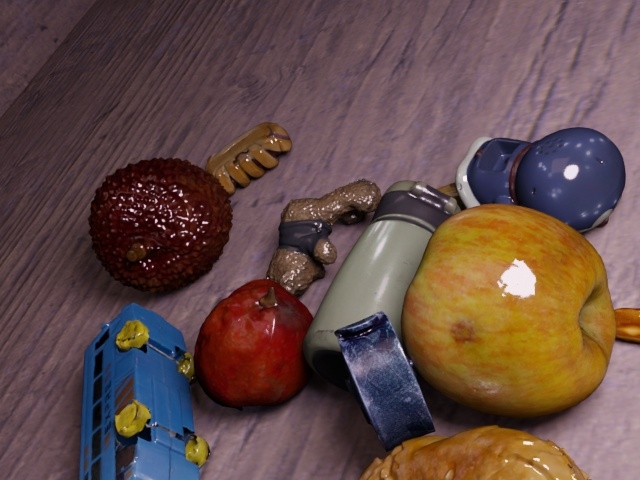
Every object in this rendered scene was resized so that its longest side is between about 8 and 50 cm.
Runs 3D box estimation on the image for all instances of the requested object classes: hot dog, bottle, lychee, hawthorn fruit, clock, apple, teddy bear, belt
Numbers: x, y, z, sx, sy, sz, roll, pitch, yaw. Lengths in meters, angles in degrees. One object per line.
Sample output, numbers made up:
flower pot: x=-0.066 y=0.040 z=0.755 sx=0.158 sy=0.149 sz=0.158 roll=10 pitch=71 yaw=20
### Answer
hot dog: x=0.412 y=0.106 z=0.934 sx=0.122 sy=0.037 sz=0.049 roll=1 pitch=64 yaw=46
bottle: x=0.109 y=0.057 z=1.127 sx=0.169 sy=0.168 sz=0.346 roll=-2 pitch=48 yaw=38
lychee: x=-0.310 y=-0.032 z=1.481 sx=0.276 sy=0.275 sz=0.304 roll=-23 pitch=22 yaw=19
hawthorn fruit: x=-0.094 y=0.144 z=1.151 sx=0.190 sy=0.251 sz=0.189 roll=10 pitch=39 yaw=-9
clock: x=0.325 y=-0.086 z=1.115 sx=0.243 sy=0.146 sz=0.199 roll=7 pitch=51 yaw=52
apple: x=0.235 y=0.087 z=0.923 sx=0.265 sy=0.264 sz=0.264 roll=-22 pitch=41 yaw=20
teddy bear: x=-0.015 y=-0.014 z=1.324 sx=0.251 sy=0.129 sz=0.182 roll=-54 pitch=4 yaw=-12
belt: x=0.073 y=0.167 z=0.894 sx=0.082 sy=0.190 sz=0.141 roll=-24 pitch=52 yaw=1

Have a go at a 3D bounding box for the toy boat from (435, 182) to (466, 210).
toy boat: x=0.212 y=-0.072 z=1.263 sx=0.149 sy=0.047 sz=0.048 roll=-21 pitch=41 yaw=23

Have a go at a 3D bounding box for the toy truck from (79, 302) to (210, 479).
toy truck: x=-0.298 y=0.279 z=1.237 sx=0.162 sy=0.161 sz=0.384 roll=-38 pitch=38 yaw=16

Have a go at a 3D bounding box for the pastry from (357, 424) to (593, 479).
pastry: x=0.168 y=0.331 z=0.796 sx=0.311 sy=0.162 sz=0.254 roll=-17 pitch=56 yaw=44

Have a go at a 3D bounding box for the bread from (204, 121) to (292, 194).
bread: x=-0.164 y=-0.173 z=1.647 sx=0.225 sy=0.081 sz=0.134 roll=-33 pitch=33 yaw=10
